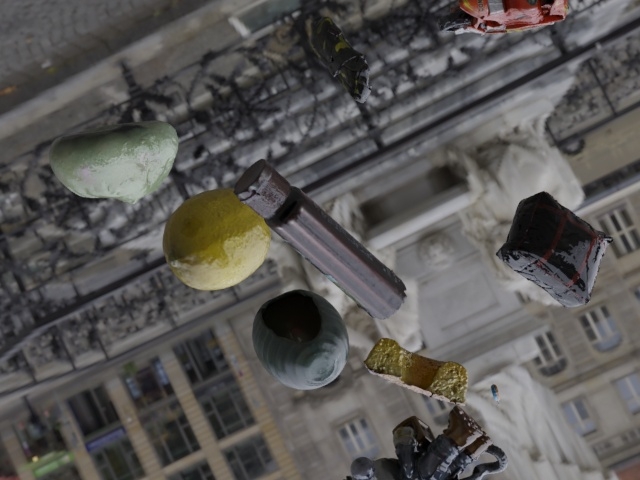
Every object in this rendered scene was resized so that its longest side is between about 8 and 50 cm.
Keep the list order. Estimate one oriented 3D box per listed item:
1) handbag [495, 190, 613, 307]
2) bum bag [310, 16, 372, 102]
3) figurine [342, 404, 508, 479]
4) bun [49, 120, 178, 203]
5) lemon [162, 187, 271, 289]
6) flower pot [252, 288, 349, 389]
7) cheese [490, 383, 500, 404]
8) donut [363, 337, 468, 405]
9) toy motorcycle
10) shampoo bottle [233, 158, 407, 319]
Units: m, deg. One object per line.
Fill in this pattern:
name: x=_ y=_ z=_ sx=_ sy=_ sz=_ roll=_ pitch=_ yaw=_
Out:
handbag: x=0.491 y=0.015 z=1.959 sx=0.169 sy=0.215 sz=0.155 roll=-59 pitch=-167 yaw=-17
bum bag: x=0.045 y=-0.422 z=2.144 sx=0.060 sy=0.232 sz=0.106 roll=-24 pitch=156 yaw=-33
figurine: x=0.166 y=0.488 z=1.925 sx=0.382 sy=0.261 sz=0.186 roll=-44 pitch=-149 yaw=7
bun: x=-0.444 y=-0.162 z=2.042 sx=0.283 sy=0.179 sz=0.283 roll=-9 pitch=-170 yaw=2
lemon: x=-0.254 y=-0.006 z=2.342 sx=0.320 sy=0.245 sz=0.245 roll=-30 pitch=180 yaw=-44
flower pot: x=-0.040 y=0.203 z=1.919 sx=0.189 sy=0.157 sz=0.243 roll=-26 pitch=-146 yaw=-7
cheese: x=0.425 y=0.374 z=2.276 sx=0.017 sy=0.047 sz=0.111 roll=-13 pitch=159 yaw=8
donut: x=0.218 y=0.313 z=2.231 sx=0.259 sy=0.101 sz=0.152 roll=19 pitch=168 yaw=-4
toy motorcycle: x=0.390 y=-0.473 z=1.915 sx=0.298 sy=0.089 sz=0.171 roll=-9 pitch=-179 yaw=-17
shampoo bottle: x=0.000 y=0.000 z=1.512 sx=0.084 sy=0.323 sz=0.129 roll=-48 pitch=-156 yaw=3
